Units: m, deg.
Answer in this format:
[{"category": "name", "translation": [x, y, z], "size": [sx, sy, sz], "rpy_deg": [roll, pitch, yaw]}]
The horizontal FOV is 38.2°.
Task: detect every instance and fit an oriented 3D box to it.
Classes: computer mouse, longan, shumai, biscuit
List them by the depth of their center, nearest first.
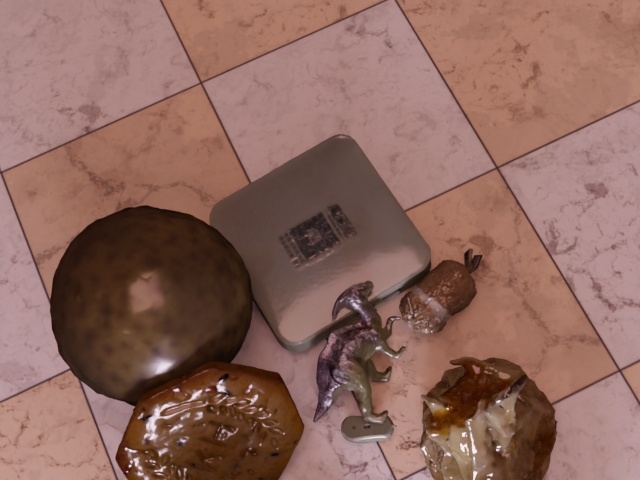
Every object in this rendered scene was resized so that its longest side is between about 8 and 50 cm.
[{"category": "shumai", "translation": [0.317, 0.352, 1.703], "size": [0.267, 0.262, 0.314], "rpy_deg": [-2, 71, 4]}, {"category": "biscuit", "translation": [-0.200, 0.375, 1.714], "size": [0.359, 0.359, 0.046], "rpy_deg": [-25, 34, -5]}, {"category": "longan", "translation": [-0.324, 0.125, 1.784], "size": [0.391, 0.391, 0.391], "rpy_deg": [-1, 70, 4]}, {"category": "computer mouse", "translation": [0.097, 0.375, 1.828], "size": [0.110, 0.032, 0.056], "rpy_deg": [-5, 53, 4]}]

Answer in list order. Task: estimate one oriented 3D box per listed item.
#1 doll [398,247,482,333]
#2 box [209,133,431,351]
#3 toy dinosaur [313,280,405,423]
[{"category": "doll", "translation": [0.258, 0.103, 1.883], "size": [0.221, 0.115, 0.105], "rpy_deg": [-36, 61, -16]}, {"category": "box", "translation": [0.000, 0.000, 1.946], "size": [0.373, 0.090, 0.367], "rpy_deg": [-30, 72, -8]}, {"category": "toy dinosaur", "translation": [0.077, 0.230, 1.834], "size": [0.162, 0.077, 0.294], "rpy_deg": [17, 78, -8]}]
